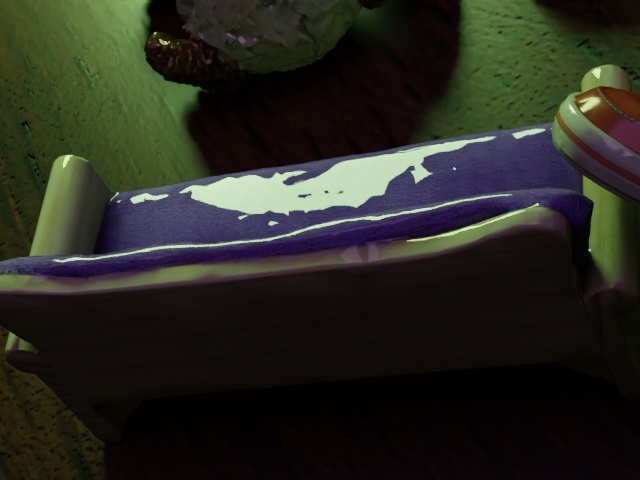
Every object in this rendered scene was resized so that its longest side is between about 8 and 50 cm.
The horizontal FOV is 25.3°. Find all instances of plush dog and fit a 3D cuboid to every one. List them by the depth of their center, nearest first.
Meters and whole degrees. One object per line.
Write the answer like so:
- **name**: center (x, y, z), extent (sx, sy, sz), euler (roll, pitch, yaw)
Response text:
- **plush dog**: center (-0.048, -0.227, 1.021), extent (0.262, 0.210, 0.225), euler (-29, 76, 9)

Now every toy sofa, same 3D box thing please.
- **toy sofa**: center (0.000, 0.000, 0.812), extent (0.363, 0.177, 0.150), euler (-8, 52, 20)

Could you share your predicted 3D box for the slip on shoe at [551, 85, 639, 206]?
- **slip on shoe**: center (0.273, -0.051, 0.656), extent (0.331, 0.101, 0.123), euler (4, 21, 4)
